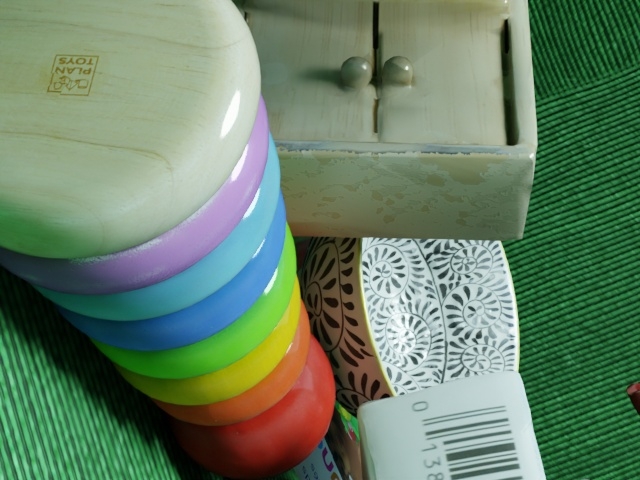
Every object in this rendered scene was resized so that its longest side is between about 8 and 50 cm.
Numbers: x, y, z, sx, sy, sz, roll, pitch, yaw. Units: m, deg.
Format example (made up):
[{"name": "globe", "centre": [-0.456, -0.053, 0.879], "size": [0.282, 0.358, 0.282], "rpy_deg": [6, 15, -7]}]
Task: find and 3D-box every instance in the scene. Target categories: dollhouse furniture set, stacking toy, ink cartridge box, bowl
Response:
[{"name": "dollhouse furniture set", "centre": [0.033, -0.218, 0.895], "size": [0.394, 0.362, 0.256], "rpy_deg": [92, -1, -54]}, {"name": "stacking toy", "centre": [-0.066, 0.018, 0.907], "size": [0.330, 0.141, 0.141], "rpy_deg": [71, 2, -58]}, {"name": "ink cartridge box", "centre": [0.096, 0.291, 1.035], "size": [0.385, 0.091, 0.308], "rpy_deg": [80, -2, -60]}, {"name": "bowl", "centre": [0.035, 0.039, 1.082], "size": [0.170, 0.080, 0.170], "rpy_deg": [26, 58, -52]}]

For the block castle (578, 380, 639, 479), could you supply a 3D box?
[{"name": "block castle", "centre": [0.252, 0.241, 1.809], "size": [0.453, 0.303, 0.213], "rpy_deg": [-59, 127, -82]}]

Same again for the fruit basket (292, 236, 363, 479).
[{"name": "fruit basket", "centre": [0.000, 0.000, 1.229], "size": [0.353, 0.165, 0.327], "rpy_deg": [-53, 121, -78]}]
